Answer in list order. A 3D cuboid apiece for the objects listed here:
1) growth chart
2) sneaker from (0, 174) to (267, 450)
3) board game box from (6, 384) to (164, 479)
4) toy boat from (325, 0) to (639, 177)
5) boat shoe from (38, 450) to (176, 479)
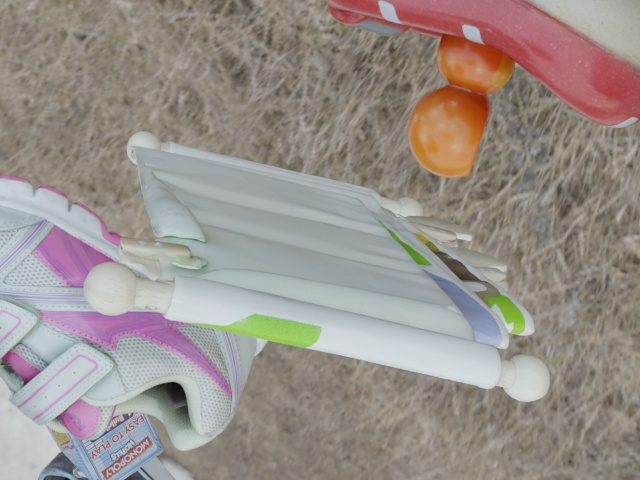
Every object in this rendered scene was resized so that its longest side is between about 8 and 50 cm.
[{"bbox_3d":[0.000,0.000,0.438,0.172,0.237,0.021,15,103,-13],"label":"growth chart"},{"bbox_3d":[-0.140,0.046,0.617,0.252,0.111,0.103,17,151,-20],"label":"sneaker"},{"bbox_3d":[-0.204,0.090,0.850,0.194,0.060,0.194,62,153,-7],"label":"board game box"},{"bbox_3d":[0.100,-0.112,0.719,0.231,0.151,0.151,22,103,35],"label":"toy boat"},{"bbox_3d":[-0.132,0.297,1.026,0.301,0.102,0.108,45,118,2],"label":"boat shoe"}]
